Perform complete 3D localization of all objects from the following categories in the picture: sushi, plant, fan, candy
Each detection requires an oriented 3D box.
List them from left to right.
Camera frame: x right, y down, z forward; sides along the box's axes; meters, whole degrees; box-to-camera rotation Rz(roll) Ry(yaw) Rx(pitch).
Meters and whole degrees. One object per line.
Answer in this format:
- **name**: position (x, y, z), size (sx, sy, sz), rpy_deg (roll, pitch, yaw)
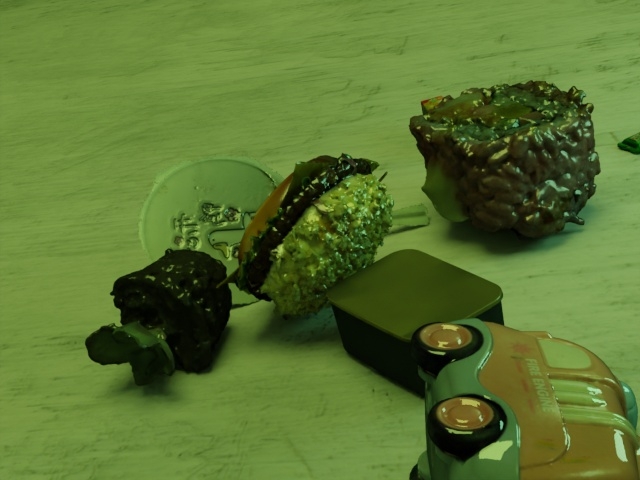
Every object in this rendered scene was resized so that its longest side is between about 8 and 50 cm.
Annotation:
- **plant**: position (-0.197, 0.100, 1.779), size (0.142, 0.131, 0.203), rpy_deg (0, 31, 18)
- **fan**: position (-0.048, -0.018, 1.965), size (0.415, 0.012, 0.233), rpy_deg (-2, 66, -12)
- **candy**: position (0.193, -0.178, 2.218), size (0.038, 0.062, 0.122), rpy_deg (-15, 27, -4)
- **sushi**: position (0.245, -0.108, 1.944), size (0.236, 0.170, 0.270), rpy_deg (-25, 27, -21)

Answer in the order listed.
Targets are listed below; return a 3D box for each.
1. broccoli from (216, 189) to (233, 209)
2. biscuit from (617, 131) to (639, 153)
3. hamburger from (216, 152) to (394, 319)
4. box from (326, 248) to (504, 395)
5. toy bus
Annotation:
- **broccoli**: position (-0.066, -0.048, 2.028), size (0.204, 0.118, 0.122), rpy_deg (-21, 2, -7)
- **biscuit**: position (0.489, -0.154, 2.089), size (0.089, 0.016, 0.046), rpy_deg (-24, 28, -21)
- **hamburger**: position (0.000, 0.000, 1.801), size (0.139, 0.243, 0.262), rpy_deg (41, 25, 14)
- **box**: position (0.117, 0.098, 1.684), size (0.144, 0.090, 0.201), rpy_deg (-28, 30, -27)
- **toy bus**: position (0.202, 0.199, 1.349), size (0.232, 0.194, 0.287), rpy_deg (-4, 27, 1)
